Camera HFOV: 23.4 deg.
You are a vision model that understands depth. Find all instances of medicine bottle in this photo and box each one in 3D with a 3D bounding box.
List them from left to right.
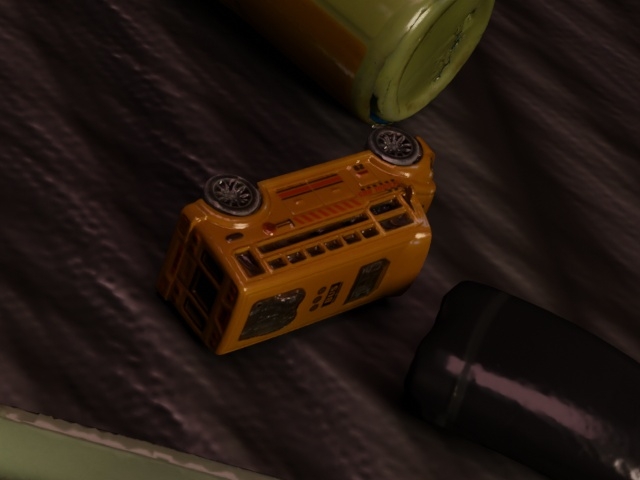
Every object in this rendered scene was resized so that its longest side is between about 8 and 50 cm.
[{"bbox_3d":[-0.015,-0.180,0.949,0.239,0.124,0.124,40,44,20],"label":"medicine bottle"}]

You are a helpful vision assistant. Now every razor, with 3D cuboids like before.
[{"bbox_3d":[0.119,0.081,0.781,0.148,0.054,0.090,27,45,5],"label":"razor"}]

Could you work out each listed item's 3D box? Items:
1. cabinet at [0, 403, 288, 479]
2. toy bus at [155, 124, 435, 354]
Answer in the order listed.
[{"bbox_3d":[-0.077,0.180,0.474,0.150,0.206,0.145,17,41,-7],"label":"cabinet"},{"bbox_3d":[0.000,0.000,0.801,0.162,0.069,0.074,-18,56,-35],"label":"toy bus"}]
